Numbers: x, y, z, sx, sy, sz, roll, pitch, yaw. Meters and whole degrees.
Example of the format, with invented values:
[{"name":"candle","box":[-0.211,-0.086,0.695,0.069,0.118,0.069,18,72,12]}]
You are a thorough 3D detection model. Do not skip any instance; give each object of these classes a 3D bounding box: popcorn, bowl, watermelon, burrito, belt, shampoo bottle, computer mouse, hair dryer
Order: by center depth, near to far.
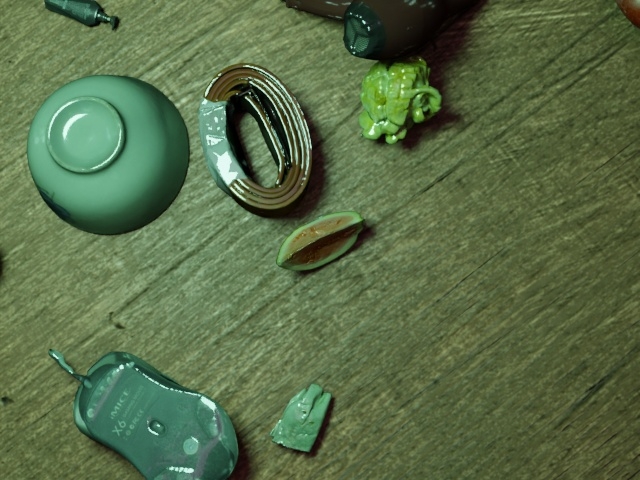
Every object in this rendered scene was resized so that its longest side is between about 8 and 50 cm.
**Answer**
[{"name":"computer mouse","box":[-0.301,0.285,1.410,0.379,0.090,0.167,31,80,13]},{"name":"burrito","box":[-0.030,0.296,1.414,0.074,0.044,0.118,25,89,10]},{"name":"popcorn","box":[0.130,-0.246,1.423,0.135,0.162,0.141,43,54,-23]},{"name":"watermelon","box":[0.004,0.008,1.435,0.163,0.087,0.069,-26,113,1]},{"name":"bowl","box":[-0.380,-0.162,1.436,0.289,0.146,0.289,0,83,4]},{"name":"belt","box":[-0.112,-0.168,1.444,0.184,0.105,0.261,-25,85,-2]},{"name":"hair dryer","box":[0.073,-0.421,1.456,0.340,0.123,0.312,23,42,33]},{"name":"shampoo bottle","box":[-0.433,-0.418,1.528,0.137,0.027,0.048,19,98,5]}]

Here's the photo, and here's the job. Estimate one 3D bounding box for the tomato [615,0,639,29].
[{"name":"tomato","box":[0.614,-0.462,1.377,0.270,0.227,0.270,-1,80,3]}]
